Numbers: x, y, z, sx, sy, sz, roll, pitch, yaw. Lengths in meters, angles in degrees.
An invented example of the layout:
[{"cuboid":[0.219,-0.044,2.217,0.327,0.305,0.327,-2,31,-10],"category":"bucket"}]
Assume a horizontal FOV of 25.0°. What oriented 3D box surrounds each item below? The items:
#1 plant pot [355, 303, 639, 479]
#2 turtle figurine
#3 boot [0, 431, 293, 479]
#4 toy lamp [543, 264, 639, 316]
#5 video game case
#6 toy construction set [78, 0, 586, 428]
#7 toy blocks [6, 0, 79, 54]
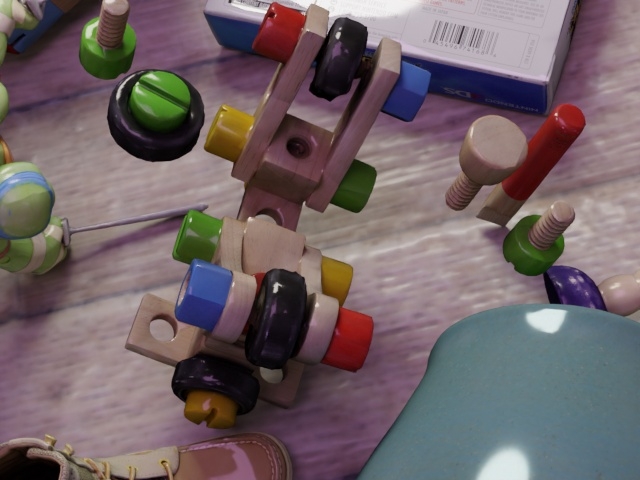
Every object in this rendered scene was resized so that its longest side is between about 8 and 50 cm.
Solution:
[{"cuboid":[0.129,0.186,0.833,0.272,0.271,0.255,8,56,13],"category":"plant pot"},{"cuboid":[-0.236,-0.083,1.053,0.266,0.198,0.274,23,62,34],"category":"turtle figurine"},{"cuboid":[-0.131,0.163,0.925,0.213,0.165,0.077,-18,67,4],"category":"boot"},{"cuboid":[0.292,0.010,0.966,0.275,0.080,0.080,-20,66,2],"category":"toy lamp"},{"cuboid":[0.077,-0.240,1.112,0.270,0.061,0.244,14,72,15],"category":"video game case"},{"cuboid":[0.000,0.000,0.968,0.309,0.237,0.257,-4,63,-20],"category":"toy construction set"},{"cuboid":[-0.290,-0.298,1.154,0.261,0.191,0.381,-42,66,3],"category":"toy blocks"}]
